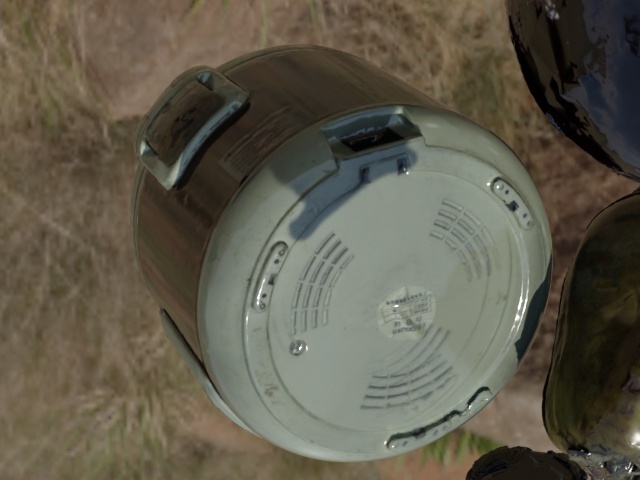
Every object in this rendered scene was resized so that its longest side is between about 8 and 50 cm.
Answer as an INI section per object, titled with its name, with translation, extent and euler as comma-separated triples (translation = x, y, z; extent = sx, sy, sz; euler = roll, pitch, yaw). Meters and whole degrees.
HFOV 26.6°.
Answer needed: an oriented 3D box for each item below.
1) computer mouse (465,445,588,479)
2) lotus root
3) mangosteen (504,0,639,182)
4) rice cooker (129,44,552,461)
[computer mouse]
translation = 0.240, 0.310, 1.502
extent = 0.146, 0.241, 0.077
euler = -26, 116, -5
[lotus root]
translation = 0.276, 0.077, 1.107
extent = 0.152, 0.275, 0.160
euler = 28, 148, -17
[mangosteen]
translation = 0.225, -0.140, 0.726
extent = 0.250, 0.211, 0.211
euler = -24, 149, -18
[rice cooker]
translation = 0.000, 0.000, 1.190
extent = 0.335, 0.325, 0.335
euler = -9, 114, -20
